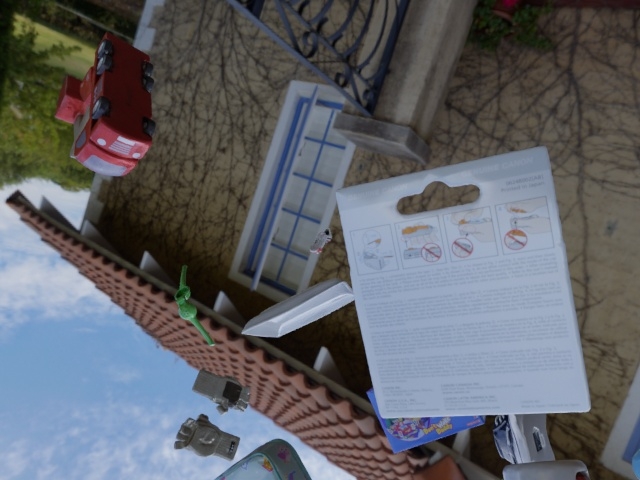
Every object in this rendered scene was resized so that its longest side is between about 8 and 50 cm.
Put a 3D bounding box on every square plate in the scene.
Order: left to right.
[{"bbox_3d":[-0.052,0.223,1.427,0.049,0.348,0.344,65,-174,18],"label":"square plate"}]

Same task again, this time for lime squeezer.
[{"bbox_3d":[-0.430,0.200,1.431,0.110,0.059,0.310,11,-134,-56],"label":"lime squeezer"}]

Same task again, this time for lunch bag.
[{"bbox_3d":[-0.131,0.591,0.943,0.224,0.279,0.108,53,-157,16],"label":"lunch bag"}]

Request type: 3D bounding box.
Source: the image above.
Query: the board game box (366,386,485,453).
[{"bbox_3d":[0.374,0.589,1.559,0.078,0.347,0.233,5,-122,-66],"label":"board game box"}]

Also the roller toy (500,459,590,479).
[{"bbox_3d":[0.547,0.606,1.023,0.191,0.146,0.209,-6,150,2],"label":"roller toy"}]

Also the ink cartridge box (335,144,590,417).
[{"bbox_3d":[0.211,0.078,0.673,0.309,0.384,0.091,-10,-175,20],"label":"ink cartridge box"}]

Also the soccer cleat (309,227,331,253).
[{"bbox_3d":[0.000,0.000,0.983,0.029,0.035,0.083,14,-146,28],"label":"soccer cleat"}]

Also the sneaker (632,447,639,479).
[{"bbox_3d":[0.577,0.355,0.694,0.209,0.126,0.319,9,151,-6],"label":"sneaker"}]

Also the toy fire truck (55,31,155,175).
[{"bbox_3d":[-0.216,-0.122,0.423,0.047,0.135,0.191,20,-138,-42],"label":"toy fire truck"}]

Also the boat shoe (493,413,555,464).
[{"bbox_3d":[0.570,0.523,1.274,0.127,0.339,0.158,-13,-175,-21],"label":"boat shoe"}]

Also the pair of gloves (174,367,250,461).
[{"bbox_3d":[-0.320,0.529,1.316,0.204,0.239,0.042,30,148,-33],"label":"pair of gloves"}]
